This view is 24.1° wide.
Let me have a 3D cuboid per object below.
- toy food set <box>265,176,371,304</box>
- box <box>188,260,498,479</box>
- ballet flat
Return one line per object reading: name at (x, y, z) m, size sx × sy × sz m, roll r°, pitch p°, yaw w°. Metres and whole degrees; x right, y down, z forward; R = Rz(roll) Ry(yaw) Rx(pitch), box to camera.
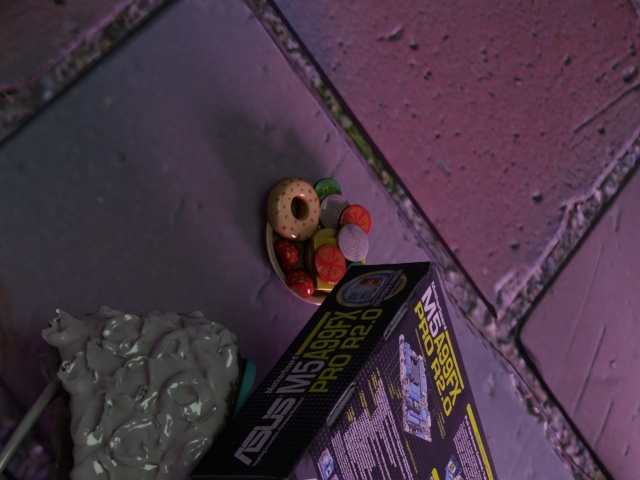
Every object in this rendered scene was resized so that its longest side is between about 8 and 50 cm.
toy food set at (0.000, 0.000, 0.966) m, size 0.082 × 0.020 × 0.083 m, roll 2°, pitch 77°, yaw -38°
box at (0.038, 0.180, 0.846) m, size 0.216 × 0.060 × 0.270 m, roll -52°, pitch 130°, yaw -52°
ballet flat at (-0.141, 0.216, 0.750) m, size 0.147 × 0.147 × 0.409 m, roll 30°, pitch 58°, yaw -29°
